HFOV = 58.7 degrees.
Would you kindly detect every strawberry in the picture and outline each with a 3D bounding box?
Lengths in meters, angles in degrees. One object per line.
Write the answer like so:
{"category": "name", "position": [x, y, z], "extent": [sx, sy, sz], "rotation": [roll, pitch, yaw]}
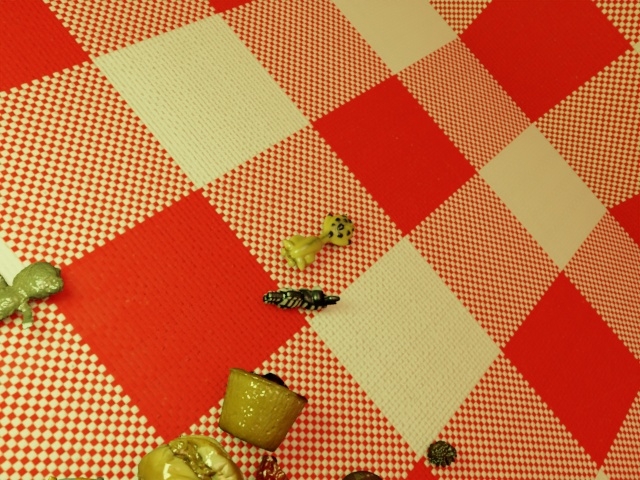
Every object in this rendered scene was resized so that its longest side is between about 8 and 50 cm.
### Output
{"category": "strawberry", "position": [-0.110, 0.621, 1.294], "extent": [0.178, 0.234, 0.234], "rotation": [-38, 87, -21]}

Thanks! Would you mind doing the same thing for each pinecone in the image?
{"category": "pinecone", "position": [0.347, 0.607, 1.610], "extent": [0.083, 0.077, 0.077], "rotation": [27, 57, -25]}

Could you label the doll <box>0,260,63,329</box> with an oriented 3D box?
{"category": "doll", "position": [-0.715, 0.151, 1.271], "extent": [0.203, 0.091, 0.285], "rotation": [9, 44, 14]}

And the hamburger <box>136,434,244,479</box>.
{"category": "hamburger", "position": [-0.260, 0.563, 1.185], "extent": [0.174, 0.284, 0.304], "rotation": [-17, 80, -34]}

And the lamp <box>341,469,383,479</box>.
{"category": "lamp", "position": [0.114, 0.659, 1.423], "extent": [0.157, 0.135, 0.157], "rotation": [19, 57, -19]}

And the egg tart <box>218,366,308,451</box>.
{"category": "egg tart", "position": [-0.149, 0.404, 1.384], "extent": [0.215, 0.215, 0.170], "rotation": [28, 72, -13]}

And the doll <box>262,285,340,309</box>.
{"category": "doll", "position": [-0.053, 0.163, 1.604], "extent": [0.220, 0.091, 0.067], "rotation": [8, 63, -26]}

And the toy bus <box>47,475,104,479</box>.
{"category": "toy bus", "position": [-0.521, 0.579, 1.143], "extent": [0.136, 0.126, 0.209], "rotation": [15, 60, -11]}

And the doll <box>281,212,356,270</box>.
{"category": "doll", "position": [0.000, 0.000, 1.713], "extent": [0.291, 0.086, 0.117], "rotation": [-31, 79, -37]}
